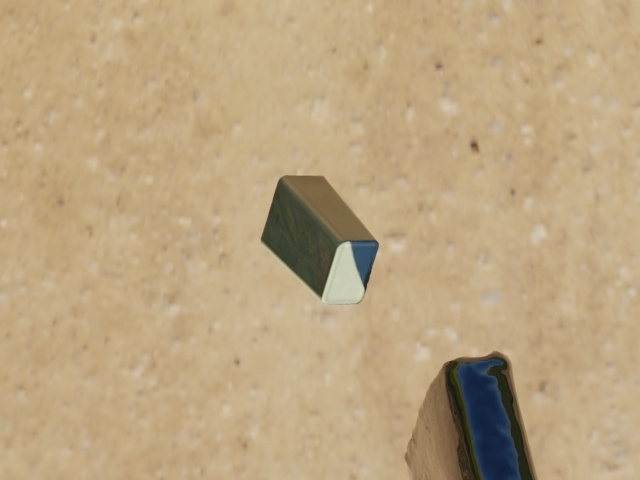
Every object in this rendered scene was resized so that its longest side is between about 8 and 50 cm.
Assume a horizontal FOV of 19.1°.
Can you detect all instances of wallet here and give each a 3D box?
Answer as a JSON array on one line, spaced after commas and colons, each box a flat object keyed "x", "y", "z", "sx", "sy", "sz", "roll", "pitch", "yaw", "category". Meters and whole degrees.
[{"x": 0.134, "y": 0.290, "z": 1.178, "sx": 0.062, "sy": 0.406, "sz": 0.228, "roll": -10, "pitch": 156, "yaw": -10, "category": "wallet"}]

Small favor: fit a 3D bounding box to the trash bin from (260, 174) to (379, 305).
[{"x": 0.000, "y": 0.000, "z": 1.379, "sx": 0.043, "sy": 0.092, "sz": 0.061, "roll": 1, "pitch": 119, "yaw": -32, "category": "trash bin"}]
